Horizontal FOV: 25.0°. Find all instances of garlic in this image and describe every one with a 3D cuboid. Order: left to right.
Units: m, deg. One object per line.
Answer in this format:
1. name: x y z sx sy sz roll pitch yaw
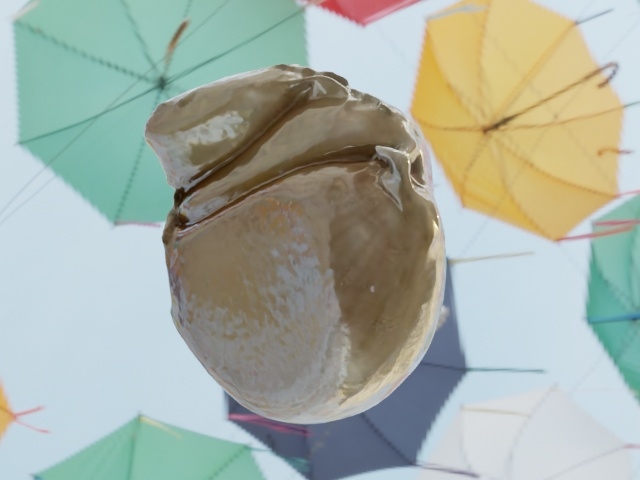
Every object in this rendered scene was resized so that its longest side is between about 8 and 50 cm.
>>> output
1. garlic: 0.000 0.000 0.868 0.110 0.228 0.217 -4 -92 -42
